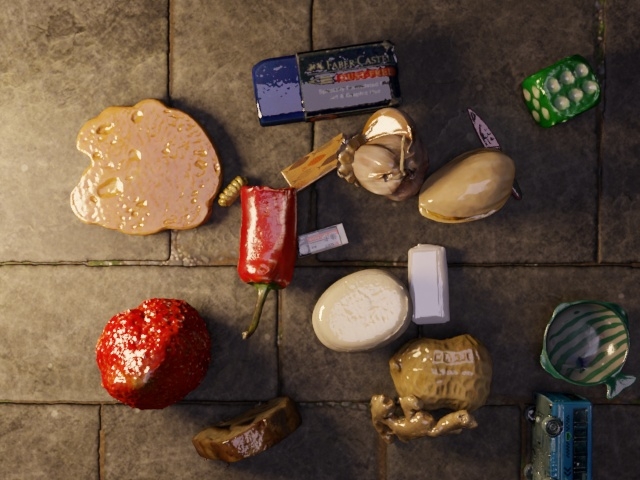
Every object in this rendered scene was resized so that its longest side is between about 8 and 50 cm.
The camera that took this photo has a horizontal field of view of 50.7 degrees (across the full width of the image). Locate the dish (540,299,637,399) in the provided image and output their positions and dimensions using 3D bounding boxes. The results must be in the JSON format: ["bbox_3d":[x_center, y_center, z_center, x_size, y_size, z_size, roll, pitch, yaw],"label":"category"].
[{"bbox_3d":[0.613,0.243,1.560,0.224,0.078,0.246,-37,91,1],"label":"dish"}]

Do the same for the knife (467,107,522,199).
[{"bbox_3d":[0.409,-0.204,1.572,0.035,0.018,0.247,-29,91,3],"label":"knife"}]

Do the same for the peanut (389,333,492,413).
[{"bbox_3d":[0.273,0.304,1.540,0.233,0.110,0.196,0,109,1],"label":"peanut"}]

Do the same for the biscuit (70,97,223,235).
[{"bbox_3d":[-0.403,-0.164,1.548,0.351,0.057,0.312,-12,92,-1],"label":"biscuit"}]

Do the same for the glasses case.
[{"bbox_3d":[-0.002,-0.175,1.559,0.170,0.041,0.064,-33,81,1],"label":"glasses case"}]

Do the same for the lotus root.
[{"bbox_3d":[-0.170,0.438,1.526,0.261,0.170,0.074,-23,96,-4],"label":"lotus root"}]

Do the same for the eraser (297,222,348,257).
[{"bbox_3d":[0.000,0.000,1.570,0.122,0.029,0.052,-17,92,0],"label":"eraser"}]

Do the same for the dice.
[{"bbox_3d":[0.541,-0.333,1.516,0.128,0.120,0.131,-24,94,0],"label":"dice"}]

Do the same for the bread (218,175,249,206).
[{"bbox_3d":[-0.202,-0.115,1.555,0.034,0.049,0.088,42,93,6],"label":"bread"}]

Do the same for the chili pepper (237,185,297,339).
[{"bbox_3d":[-0.120,0.046,1.520,0.135,0.131,0.338,1,89,-15],"label":"chili pepper"}]

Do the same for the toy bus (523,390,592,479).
[{"bbox_3d":[0.552,0.477,1.552,0.134,0.113,0.246,0,91,-6],"label":"toy bus"}]

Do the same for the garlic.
[{"bbox_3d":[0.125,-0.183,1.459,0.207,0.257,0.207,0,89,14],"label":"garlic"}]

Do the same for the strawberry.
[{"bbox_3d":[-0.364,0.256,1.459,0.257,0.277,0.257,0,96,-1],"label":"strawberry"}]

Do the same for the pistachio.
[{"bbox_3d":[0.327,-0.119,1.510,0.230,0.157,0.157,-24,92,5],"label":"pistachio"}]

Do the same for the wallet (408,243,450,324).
[{"bbox_3d":[0.251,0.101,1.576,0.095,0.033,0.190,-5,93,-2],"label":"wallet"}]

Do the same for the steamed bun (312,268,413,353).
[{"bbox_3d":[0.095,0.163,1.527,0.228,0.131,0.177,-26,82,2],"label":"steamed bun"}]

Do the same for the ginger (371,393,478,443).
[{"bbox_3d":[0.216,0.393,1.501,0.259,0.065,0.149,-14,122,36],"label":"ginger"}]

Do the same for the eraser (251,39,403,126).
[{"bbox_3d":[0.016,-0.354,1.521,0.332,0.101,0.155,-8,92,-1],"label":"eraser"}]
